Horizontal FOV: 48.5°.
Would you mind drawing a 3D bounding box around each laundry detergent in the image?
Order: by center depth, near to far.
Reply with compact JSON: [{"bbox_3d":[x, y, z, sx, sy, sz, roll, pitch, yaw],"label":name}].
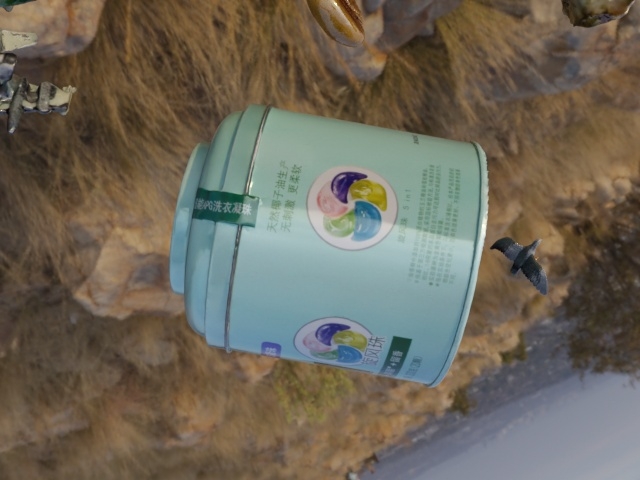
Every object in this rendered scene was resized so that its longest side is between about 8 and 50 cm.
[{"bbox_3d":[0.000,0.000,0.809,0.306,0.287,0.287,10,155,-1],"label":"laundry detergent"}]

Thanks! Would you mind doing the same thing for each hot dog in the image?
[{"bbox_3d":[0.014,-0.346,1.050,0.060,0.140,0.089,-26,-157,28],"label":"hot dog"}]

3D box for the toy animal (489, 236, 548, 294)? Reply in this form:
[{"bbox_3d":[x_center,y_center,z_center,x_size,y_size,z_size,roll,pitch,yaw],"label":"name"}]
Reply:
[{"bbox_3d":[0.226,0.017,0.771,0.050,0.084,0.028,-49,148,5],"label":"toy animal"}]

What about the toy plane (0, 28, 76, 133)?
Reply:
[{"bbox_3d":[-0.320,-0.119,0.618,0.192,0.261,0.088,14,133,-23],"label":"toy plane"}]

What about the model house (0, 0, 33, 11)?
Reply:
[{"bbox_3d":[-0.530,-0.534,1.112,0.334,0.382,0.342,-53,141,-6],"label":"model house"}]

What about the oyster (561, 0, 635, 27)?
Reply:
[{"bbox_3d":[0.354,-0.461,0.866,0.111,0.395,0.204,9,-165,-10],"label":"oyster"}]
